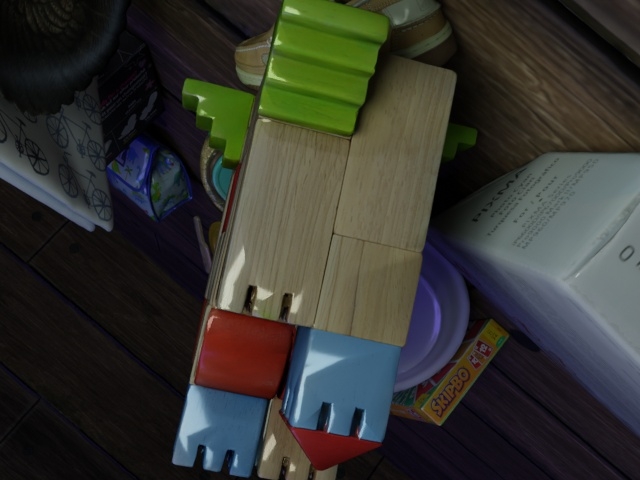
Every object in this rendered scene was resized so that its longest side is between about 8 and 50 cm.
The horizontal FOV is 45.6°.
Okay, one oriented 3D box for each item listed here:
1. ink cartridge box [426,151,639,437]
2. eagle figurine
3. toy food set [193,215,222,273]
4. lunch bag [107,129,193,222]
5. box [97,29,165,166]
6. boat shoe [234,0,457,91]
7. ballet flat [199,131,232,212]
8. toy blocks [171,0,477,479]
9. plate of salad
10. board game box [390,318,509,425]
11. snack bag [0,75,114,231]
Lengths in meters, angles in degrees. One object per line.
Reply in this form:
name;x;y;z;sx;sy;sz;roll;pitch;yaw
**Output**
ink cartridge box;0.223;0.066;0.558;0.308;0.091;0.385;43;-178;-10
eagle figurine;-0.206;-0.222;0.514;0.225;0.226;0.298;25;168;-26
toy food set;-0.114;0.016;1.227;0.218;0.071;0.128;21;132;47
lunch bag;-0.276;-0.121;1.170;0.129;0.096;0.151;36;151;25
box;-0.336;-0.209;0.907;0.247;0.163;0.142;37;161;12
boat shoe;0.002;-0.141;0.489;0.190;0.068;0.072;6;132;47
ballet flat;0.000;0.000;0.824;0.348;0.123;0.123;47;164;-28
toy blocks;-0.024;0.037;0.510;0.190;0.261;0.381;12;175;-9
plate of salad;0.051;0.071;0.777;0.200;0.200;0.048;45;-162;-16
board game box;0.122;0.153;0.905;0.039;0.124;0.259;42;165;-1
snack bag;-0.278;-0.206;0.628;0.323;0.037;0.342;51;-158;-66
